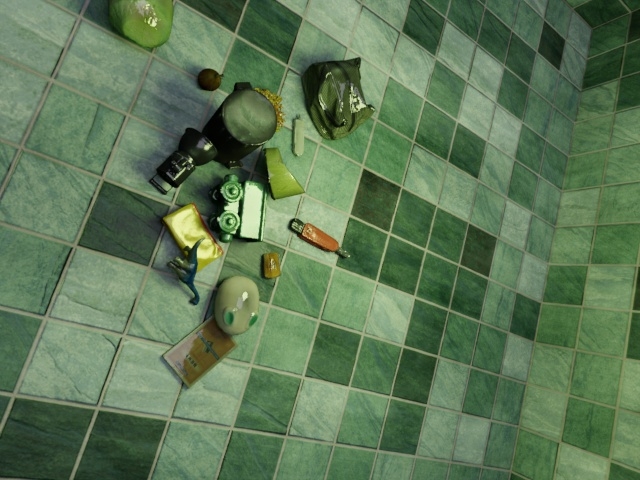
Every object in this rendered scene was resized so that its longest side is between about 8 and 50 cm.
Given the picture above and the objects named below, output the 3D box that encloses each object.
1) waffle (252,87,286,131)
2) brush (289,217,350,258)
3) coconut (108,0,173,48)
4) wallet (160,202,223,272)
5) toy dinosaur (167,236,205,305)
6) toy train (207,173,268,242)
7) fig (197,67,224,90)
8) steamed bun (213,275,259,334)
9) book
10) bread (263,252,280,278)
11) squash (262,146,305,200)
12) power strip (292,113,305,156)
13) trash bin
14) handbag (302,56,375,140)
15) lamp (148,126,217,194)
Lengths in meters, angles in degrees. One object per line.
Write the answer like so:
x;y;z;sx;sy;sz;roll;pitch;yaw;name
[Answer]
-0.231;-0.530;1.822;0.197;0.070;0.192;-21;94;-32;waffle
0.000;0.000;1.956;0.323;0.051;0.070;32;66;-22;brush
-0.622;-0.801;1.542;0.236;0.204;0.235;4;65;-8;coconut
-0.480;-0.012;1.675;0.141;0.067;0.241;-37;110;-30;wallet
-0.454;0.113;1.625;0.188;0.075;0.248;42;109;-17;toy dinosaur
-0.320;-0.118;1.720;0.202;0.145;0.265;8;85;-33;toy train
-0.414;-0.620;1.696;0.089;0.125;0.088;0;90;-34;fig
-0.313;0.249;1.710;0.177;0.131;0.227;20;73;-33;steamed bun
-0.451;0.418;1.694;0.242;0.018;0.170;-40;107;-25;book
-0.199;0.104;1.833;0.072;0.053;0.105;-1;83;-33;bread
-0.154;-0.275;1.768;0.134;0.220;0.220;-15;96;4;squash
-0.095;-0.454;1.926;0.048;0.030;0.190;4;86;-28;power strip
-0.310;-0.412;1.649;0.203;0.302;0.251;-13;91;-29;trash bin
0.082;-0.621;1.919;0.248;0.240;0.340;-22;100;-24;handbag
-0.499;-0.280;1.610;0.147;0.172;0.227;45;66;-22;lamp
